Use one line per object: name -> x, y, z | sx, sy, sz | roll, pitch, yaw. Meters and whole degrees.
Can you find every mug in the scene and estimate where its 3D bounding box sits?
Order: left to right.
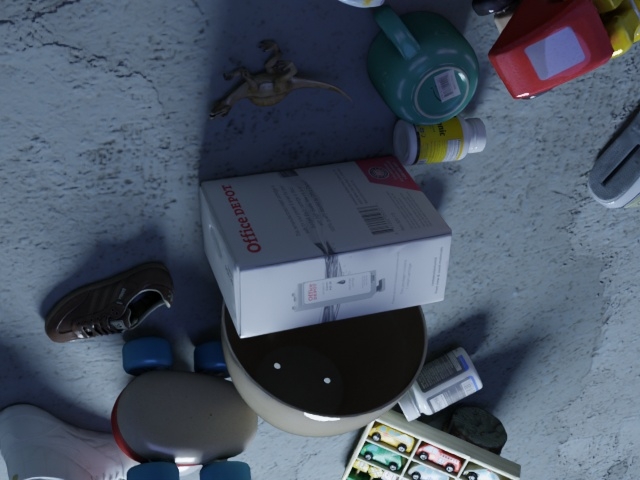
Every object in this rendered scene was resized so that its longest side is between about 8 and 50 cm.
mug -> 0.124, -0.213, 1.355 | 0.157, 0.097, 0.130 | 8, 124, -29

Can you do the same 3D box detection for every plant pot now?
plant pot -> -0.011, 0.164, 1.512 | 0.284, 0.284, 0.191 | -6, 146, -19

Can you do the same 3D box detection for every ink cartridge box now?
ink cartridge box -> 0.000, 0.000, 1.404 | 0.282, 0.207, 0.117 | -9, 127, -16

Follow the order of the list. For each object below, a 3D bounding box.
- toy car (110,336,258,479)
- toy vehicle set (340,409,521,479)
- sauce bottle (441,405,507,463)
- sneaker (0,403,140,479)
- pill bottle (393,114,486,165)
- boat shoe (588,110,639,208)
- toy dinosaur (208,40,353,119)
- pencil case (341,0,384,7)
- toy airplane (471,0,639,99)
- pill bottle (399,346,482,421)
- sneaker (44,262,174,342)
toy car -> -0.226, 0.285, 1.587 | 0.210, 0.219, 0.238 | 6, 153, -27
toy vehicle set -> 0.186, 0.398, 1.836 | 0.266, 0.035, 0.166 | 22, 121, 3
sauce bottle -> 0.220, 0.451, 1.941 | 0.111, 0.111, 0.344 | 6, 126, -27
sneaker -> -0.346, 0.362, 1.583 | 0.292, 0.169, 0.108 | 30, 110, -40
pill bottle -> 0.163, -0.138, 1.457 | 0.116, 0.065, 0.065 | -7, 130, -19
boat shoe -> 0.521, -0.164, 1.581 | 0.094, 0.109, 0.302 | 8, 134, -47
toy dinosaur -> -0.054, -0.199, 1.335 | 0.183, 0.053, 0.093 | -11, 147, -5
pencil case -> 0.070, -0.392, 1.175 | 0.124, 0.113, 0.273 | 16, 120, -21
toy airplane -> 0.394, -0.316, 1.222 | 0.386, 0.272, 0.385 | 11, 91, -25
pill bottle -> 0.190, 0.239, 1.772 | 0.137, 0.078, 0.078 | -27, 133, 0
sneaker -> -0.286, 0.095, 1.452 | 0.188, 0.071, 0.066 | -29, 133, 1
